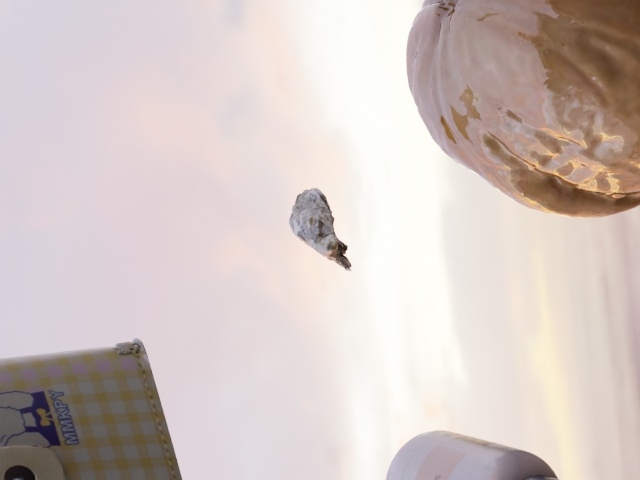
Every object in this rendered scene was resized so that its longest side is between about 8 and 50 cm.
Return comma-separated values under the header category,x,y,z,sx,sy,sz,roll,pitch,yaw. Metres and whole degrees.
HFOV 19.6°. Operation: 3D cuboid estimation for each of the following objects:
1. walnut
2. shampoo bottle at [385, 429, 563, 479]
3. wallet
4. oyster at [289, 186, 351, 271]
category,x,y,z,sx,sy,sz,roll,pitch,yaw
walnut,0.231,-0.156,1.639,0.277,0.313,0.252,-39,42,45
shampoo bottle,0.119,0.164,1.123,0.192,0.074,0.074,10,111,54
wallet,-0.284,0.192,1.640,0.077,0.310,0.223,108,148,-44
oyster,0.001,0.000,1.584,0.098,0.037,0.100,59,174,39
